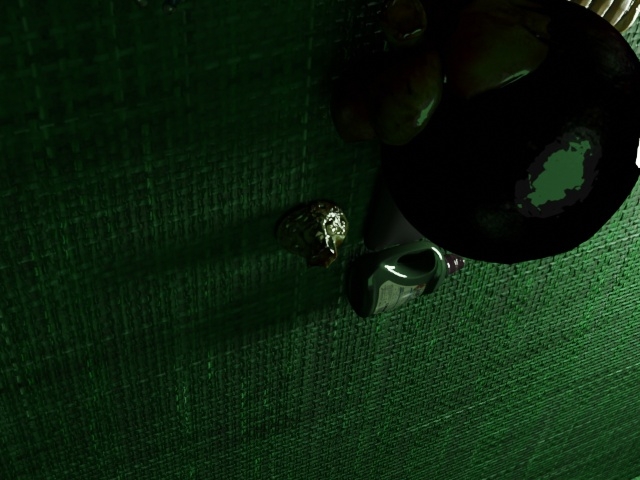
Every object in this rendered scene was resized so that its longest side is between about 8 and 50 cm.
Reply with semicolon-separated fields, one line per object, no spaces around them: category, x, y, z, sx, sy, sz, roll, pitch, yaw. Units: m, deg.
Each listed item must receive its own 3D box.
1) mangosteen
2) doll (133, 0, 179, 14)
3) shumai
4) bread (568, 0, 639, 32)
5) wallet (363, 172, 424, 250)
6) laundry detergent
mangosteen;0.220;-0.159;1.255;0.434;0.382;0.382;15;122;-27
doll;-0.154;-0.322;1.039;0.151;0.085;0.114;-26;123;8
shumai;0.000;-0.001;1.480;0.123;0.087;0.099;-14;137;-24
bread;0.380;-0.361;1.368;0.225;0.081;0.134;-6;135;-28
wallet;0.157;-0.091;1.532;0.149;0.044;0.250;-13;137;-29
laundry detergent;0.159;0.055;1.657;0.221;0.078;0.144;-16;138;-19
